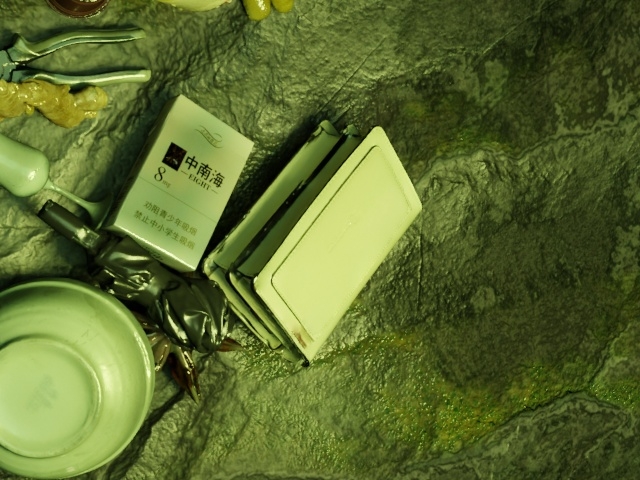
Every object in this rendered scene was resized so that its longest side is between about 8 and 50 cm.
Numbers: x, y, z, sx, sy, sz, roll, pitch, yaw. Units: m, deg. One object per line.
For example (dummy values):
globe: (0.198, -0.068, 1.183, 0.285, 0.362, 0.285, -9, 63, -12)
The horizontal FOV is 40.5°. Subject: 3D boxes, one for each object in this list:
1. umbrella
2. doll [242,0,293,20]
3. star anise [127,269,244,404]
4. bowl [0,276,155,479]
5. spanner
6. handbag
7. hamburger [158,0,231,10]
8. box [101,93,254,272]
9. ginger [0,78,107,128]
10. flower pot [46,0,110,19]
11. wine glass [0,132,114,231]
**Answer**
umbrella: (-0.276, 0.051, 1.312, 0.340, 0.118, 0.118, 39, 80, -13)
doll: (-0.106, -0.469, 1.416, 0.137, 0.097, 0.210, -8, 120, 7)
star anise: (-0.255, 0.142, 1.415, 0.288, 0.088, 0.288, 3, 83, -29)
bowl: (-0.400, 0.212, 1.273, 0.307, 0.163, 0.307, -1, 94, -8)
spanner: (-0.416, -0.269, 1.308, 0.324, 0.040, 0.096, -12, 103, -25)
handbag: (0.000, 0.000, 1.450, 0.358, 0.160, 0.237, -52, 127, -22)
hamburger: (-0.177, -0.486, 1.287, 0.227, 0.151, 0.295, 40, 121, 8)
box: (-0.223, -0.090, 1.384, 0.155, 0.067, 0.243, 34, 68, -26)
ginger: (-0.424, -0.197, 1.268, 0.193, 0.176, 0.053, -21, 78, 5)
flower pot: (-0.356, -0.388, 1.292, 0.111, 0.089, 0.111, -4, 99, -25)
wine glass: (-0.415, -0.087, 1.312, 0.195, 0.079, 0.079, 31, 83, -26)
